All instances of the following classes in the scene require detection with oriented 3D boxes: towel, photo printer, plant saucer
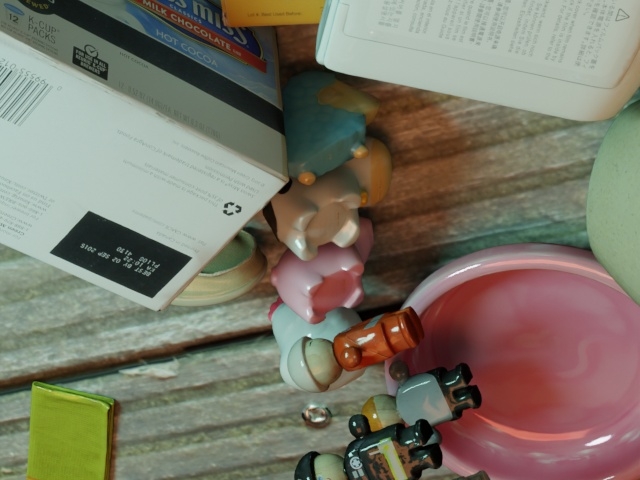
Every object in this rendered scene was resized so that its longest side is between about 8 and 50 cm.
[{"bbox_3d":[-0.303,0.272,2.347,0.102,0.021,0.237,11,127,3],"label":"towel"},{"bbox_3d":[0.170,-0.242,1.738,0.308,0.107,0.256,10,123,-5],"label":"photo printer"},{"bbox_3d":[0.237,0.129,2.090,0.332,0.084,0.332,5,125,8],"label":"plant saucer"}]

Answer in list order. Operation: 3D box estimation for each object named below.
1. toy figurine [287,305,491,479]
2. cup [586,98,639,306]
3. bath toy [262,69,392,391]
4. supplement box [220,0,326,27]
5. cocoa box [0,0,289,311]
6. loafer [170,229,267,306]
[{"bbox_3d":[0.068,0.195,1.980,0.148,0.213,0.209,-22,143,20],"label":"toy figurine"},{"bbox_3d":[0.390,-0.031,1.830,0.237,0.331,0.331,15,132,34],"label":"cup"},{"bbox_3d":[0.000,0.000,2.024,0.151,0.129,0.348,-21,135,-25],"label":"bath toy"},{"bbox_3d":[0.021,-0.254,1.864,0.233,0.080,0.078,-1,124,11],"label":"supplement box"},{"bbox_3d":[-0.234,-0.135,1.861,0.347,0.228,0.231,26,129,-28],"label":"cocoa box"},{"bbox_3d":[-0.188,-0.004,2.073,0.269,0.102,0.092,10,133,5],"label":"loafer"}]
